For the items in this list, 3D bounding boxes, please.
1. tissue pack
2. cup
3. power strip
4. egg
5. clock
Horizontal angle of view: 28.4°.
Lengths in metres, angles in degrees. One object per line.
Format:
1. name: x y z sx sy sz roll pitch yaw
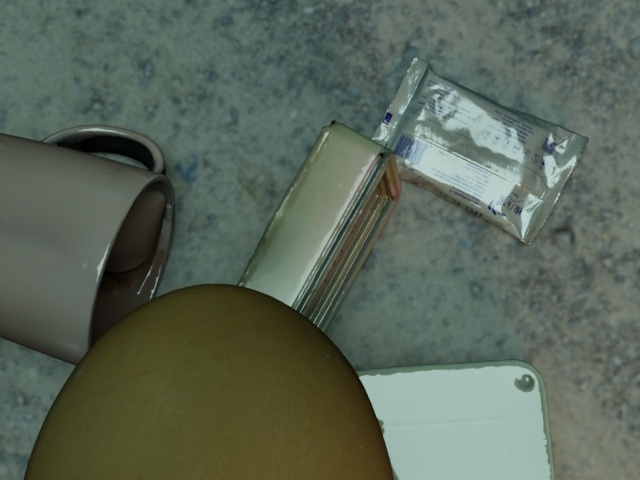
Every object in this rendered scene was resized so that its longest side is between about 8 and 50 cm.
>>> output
1. tissue pack: 0.151 -0.089 1.249 0.193 0.026 0.123 27 83 7
2. cup: -0.253 -0.021 1.193 0.200 0.191 0.253 18 52 9
3. power strip: 0.098 0.243 1.141 0.229 0.141 0.261 -4 77 3
4. egg: -0.089 0.219 1.006 0.301 0.301 0.374 -4 63 2
5. clock: 0.000 0.000 1.181 0.071 0.147 0.192 28 82 12
